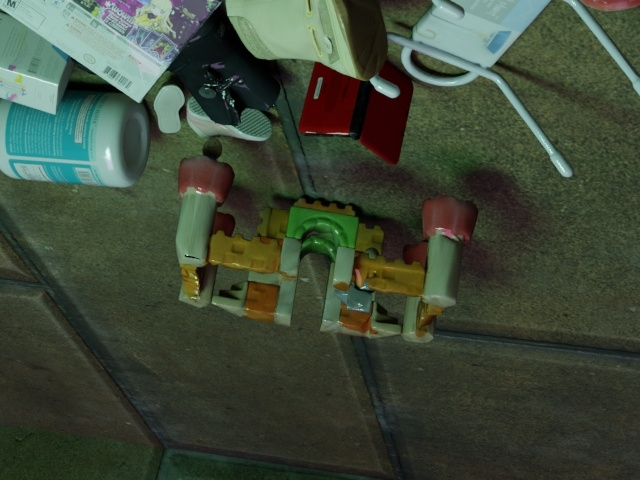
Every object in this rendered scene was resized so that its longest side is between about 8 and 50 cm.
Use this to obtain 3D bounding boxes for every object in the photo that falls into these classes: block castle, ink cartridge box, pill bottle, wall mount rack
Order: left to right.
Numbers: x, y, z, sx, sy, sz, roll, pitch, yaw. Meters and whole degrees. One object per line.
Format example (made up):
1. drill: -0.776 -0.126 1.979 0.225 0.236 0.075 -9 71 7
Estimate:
1. ink cartridge box: -0.440 -0.262 1.864 0.143 0.092 0.090 17 153 -6
2. pill bottle: -0.409 -0.163 1.980 0.264 0.146 0.146 6 152 14
3. block castle: 0.000 0.000 2.002 0.454 0.212 0.303 9 160 0
4. wall mount rack: 0.239 -0.224 1.597 0.304 0.130 0.350 19 153 -12

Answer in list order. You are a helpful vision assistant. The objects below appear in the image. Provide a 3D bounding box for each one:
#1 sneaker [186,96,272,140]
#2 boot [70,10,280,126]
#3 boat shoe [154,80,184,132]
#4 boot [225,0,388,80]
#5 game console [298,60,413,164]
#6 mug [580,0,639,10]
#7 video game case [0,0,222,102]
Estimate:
1. sneaker: -0.142 -0.179 1.941 0.134 0.051 0.070 17 158 -8
2. boot: -0.203 -0.235 1.807 0.247 0.094 0.207 -10 142 27
3. boat shoe: -0.229 -0.210 1.931 0.046 0.038 0.125 -6 154 -5
4. boot: -0.033 -0.326 1.553 0.203 0.095 0.262 16 137 38
5. game console: 0.050 -0.182 1.743 0.124 0.144 0.085 3 150 19
6. mug: 0.321 -0.358 1.368 0.113 0.150 0.169 39 168 40
7. video game case: -0.272 -0.313 1.639 0.232 0.041 0.210 34 129 -16
